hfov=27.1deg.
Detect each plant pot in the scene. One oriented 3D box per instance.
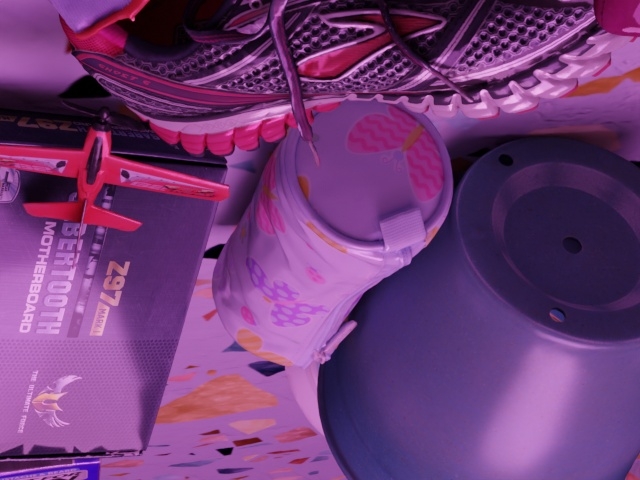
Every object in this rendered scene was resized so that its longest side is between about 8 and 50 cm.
[{"bbox_3d":[0.155,0.069,1.016,0.271,0.272,0.255,-3,146,-16],"label":"plant pot"}]

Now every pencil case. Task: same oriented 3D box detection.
[{"bbox_3d":[0.000,0.000,0.930,0.113,0.124,0.273,-3,159,-16],"label":"pencil case"}]

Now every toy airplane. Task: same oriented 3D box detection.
[{"bbox_3d":[-0.125,-0.031,0.733,0.151,0.028,0.151,1,149,1],"label":"toy airplane"}]

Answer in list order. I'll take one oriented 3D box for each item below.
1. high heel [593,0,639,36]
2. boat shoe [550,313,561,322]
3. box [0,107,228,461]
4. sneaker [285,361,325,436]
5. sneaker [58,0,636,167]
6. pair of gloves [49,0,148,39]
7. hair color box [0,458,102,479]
[{"bbox_3d":[0.287,-0.136,0.590,0.377,0.127,0.181,14,115,-26],"label":"high heel"},{"bbox_3d":[0.296,0.071,1.176,0.285,0.105,0.089,9,171,45],"label":"boat shoe"},{"bbox_3d":[-0.176,0.033,0.848,0.183,0.059,0.233,3,118,-32],"label":"box"},{"bbox_3d":[0.122,0.164,1.340,0.150,0.135,0.366,-20,139,36],"label":"sneaker"},{"bbox_3d":[0.020,-0.115,0.623,0.299,0.121,0.112,-15,156,20],"label":"sneaker"},{"bbox_3d":[-0.181,-0.119,0.584,0.198,0.023,0.159,-26,130,32],"label":"pair of gloves"},{"bbox_3d":[-0.243,0.137,1.111,0.110,0.185,0.339,-5,161,-11],"label":"hair color box"}]
